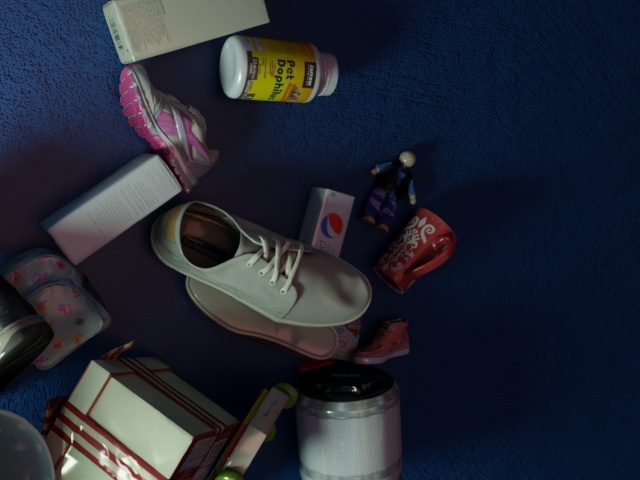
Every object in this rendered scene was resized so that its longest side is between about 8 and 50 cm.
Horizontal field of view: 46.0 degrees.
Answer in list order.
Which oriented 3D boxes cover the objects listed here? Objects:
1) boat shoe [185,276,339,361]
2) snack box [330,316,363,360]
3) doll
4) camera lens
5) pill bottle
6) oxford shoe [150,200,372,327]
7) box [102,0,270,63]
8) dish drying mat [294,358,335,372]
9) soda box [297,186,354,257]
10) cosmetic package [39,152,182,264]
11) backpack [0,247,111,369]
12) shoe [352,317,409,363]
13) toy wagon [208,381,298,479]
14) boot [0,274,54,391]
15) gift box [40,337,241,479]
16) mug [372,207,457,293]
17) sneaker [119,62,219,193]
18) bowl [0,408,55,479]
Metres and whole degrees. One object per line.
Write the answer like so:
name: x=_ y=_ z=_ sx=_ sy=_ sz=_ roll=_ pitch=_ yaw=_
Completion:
boat shoe: x=-0.123 y=0.155 z=1.512 sx=0.335 sy=0.095 sz=0.112 roll=27 pitch=71 yaw=-11
snack box: x=0.016 y=0.202 z=1.629 sx=0.141 sy=0.037 sz=0.100 roll=11 pitch=94 yaw=-28
doll: x=0.159 y=-0.112 z=1.650 sx=0.129 sy=0.046 sz=0.189 roll=30 pitch=77 yaw=-19
camera lens: x=0.060 y=0.411 z=1.581 sx=0.219 sy=0.219 sz=0.274 roll=-9 pitch=102 yaw=-26
pill bottle: x=-0.078 y=-0.327 z=1.452 sx=0.215 sy=0.117 sz=0.117 roll=-2 pitch=99 yaw=-27
oxford shoe: x=-0.100 y=0.048 z=1.429 sx=0.449 sy=0.130 sz=0.169 roll=22 pitch=65 yaw=-14
box: x=-0.241 y=-0.411 z=1.367 sx=0.275 sy=0.094 sz=0.113 roll=-22 pitch=108 yaw=-24
dish drying mat: x=-0.012 y=0.267 z=1.627 sx=0.083 sy=0.032 sz=0.008 roll=-10 pitch=111 yaw=-26
soda box: x=0.000 y=0.000 z=1.572 sx=0.074 sy=0.069 sz=0.216 roll=14 pitch=92 yaw=-29
cosmetic package: x=-0.372 y=-0.060 z=1.341 sx=0.231 sy=0.117 sz=0.085 roll=-39 pitch=112 yaw=-16
backpack: x=-0.474 y=0.111 z=1.301 sx=0.166 sy=0.144 sz=0.188 roll=-35 pitch=107 yaw=-13
shoe: x=0.134 y=0.220 z=1.666 sx=0.178 sy=0.063 sz=0.081 roll=-6 pitch=97 yaw=-47
toy wagon: x=-0.159 y=0.436 z=1.469 sx=0.068 sy=0.267 sz=0.344 roll=32 pitch=125 yaw=4
boot: x=-0.620 y=0.135 z=1.210 sx=0.284 sy=0.377 sz=0.138 roll=56 pitch=27 yaw=7
gift box: x=-0.315 y=0.332 z=1.323 sx=0.258 sy=0.255 sz=0.276 roll=30 pitch=87 yaw=16
mug: x=0.205 y=0.024 z=1.645 sx=0.113 sy=0.150 sz=0.169 roll=44 pitch=81 yaw=-1
sneaker: x=-0.275 y=-0.216 z=1.384 sx=0.111 sy=0.103 sz=0.252 roll=-38 pitch=119 yaw=-22
bowl: x=-0.569 y=0.396 z=1.119 sx=0.311 sy=0.163 sz=0.311 roll=-5 pitch=96 yaw=-60
